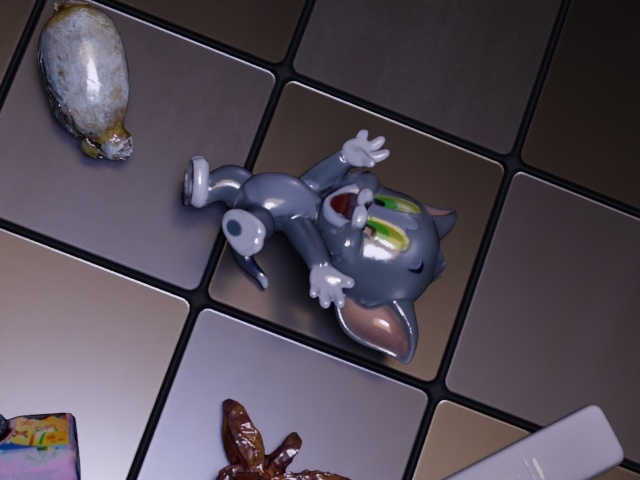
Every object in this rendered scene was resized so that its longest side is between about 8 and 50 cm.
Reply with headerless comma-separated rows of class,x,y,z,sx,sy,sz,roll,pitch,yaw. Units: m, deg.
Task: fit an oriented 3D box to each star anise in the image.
star anise,-0.047,0.218,1.800,0.158,0.144,0.140,42,65,2

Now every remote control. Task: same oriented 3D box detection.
remote control,0.174,0.241,1.896,0.261,0.029,0.067,-25,82,-18

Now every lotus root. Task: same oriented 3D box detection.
lotus root,-0.225,-0.154,1.885,0.088,0.088,0.165,-13,89,-14

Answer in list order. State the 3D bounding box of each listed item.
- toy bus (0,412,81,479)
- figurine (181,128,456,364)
toy bus,-0.368,0.228,1.721,0.317,0.112,0.138,-5,34,-10
figurine,-0.004,0.002,1.862,0.265,0.140,0.193,5,52,3
